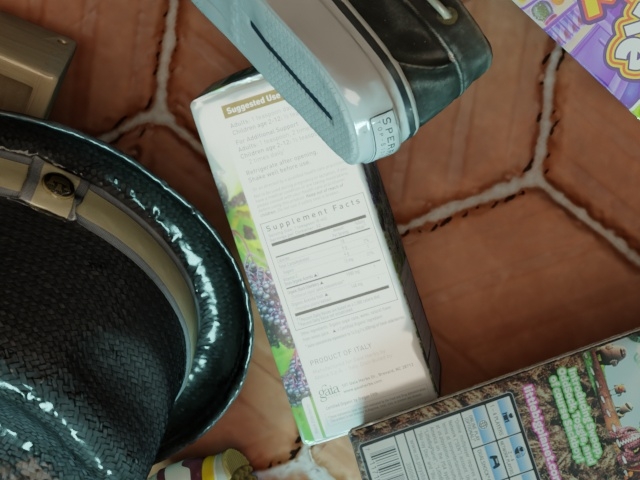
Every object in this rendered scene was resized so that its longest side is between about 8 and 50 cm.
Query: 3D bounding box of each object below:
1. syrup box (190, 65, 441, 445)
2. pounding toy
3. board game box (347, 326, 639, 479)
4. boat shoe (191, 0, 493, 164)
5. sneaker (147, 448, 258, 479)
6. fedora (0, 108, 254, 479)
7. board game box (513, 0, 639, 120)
[{"bbox_3d":[0.000,0.000,1.255,0.096,0.093,0.237,-18,99,7],"label":"syrup box"},{"bbox_3d":[-0.289,-0.080,1.255,0.206,0.094,0.181,22,111,-6],"label":"pounding toy"},{"bbox_3d":[0.198,0.186,1.203,0.291,0.141,0.232,-20,74,12],"label":"board game box"},{"bbox_3d":[-0.022,-0.190,1.185,0.119,0.121,0.335,-29,69,-18],"label":"boat shoe"},{"bbox_3d":[-0.065,0.236,1.323,0.084,0.069,0.185,-17,93,16],"label":"sneaker"},{"bbox_3d":[-0.207,0.079,1.198,0.334,0.152,0.334,1,129,1],"label":"fedora"},{"bbox_3d":[0.232,-0.281,1.195,0.233,0.078,0.347,42,100,-4],"label":"board game box"}]
